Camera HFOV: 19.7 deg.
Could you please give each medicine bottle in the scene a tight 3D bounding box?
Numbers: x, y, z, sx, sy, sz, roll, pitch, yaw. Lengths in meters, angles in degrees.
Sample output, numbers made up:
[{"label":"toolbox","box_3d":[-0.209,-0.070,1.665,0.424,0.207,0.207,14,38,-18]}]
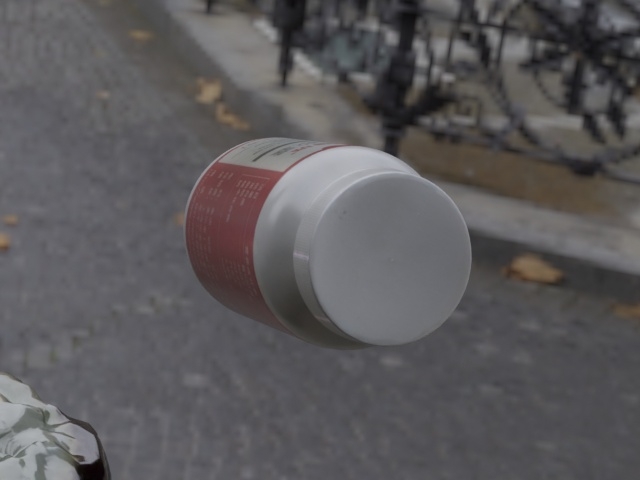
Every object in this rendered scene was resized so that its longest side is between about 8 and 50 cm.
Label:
[{"label":"medicine bottle","box_3d":[0.000,0.000,1.208,0.131,0.131,0.250,0,4,-20]}]

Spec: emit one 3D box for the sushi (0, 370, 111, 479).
[{"label":"sushi","box_3d":[-0.271,0.250,1.185,0.299,0.294,0.281,13,28,11]}]
